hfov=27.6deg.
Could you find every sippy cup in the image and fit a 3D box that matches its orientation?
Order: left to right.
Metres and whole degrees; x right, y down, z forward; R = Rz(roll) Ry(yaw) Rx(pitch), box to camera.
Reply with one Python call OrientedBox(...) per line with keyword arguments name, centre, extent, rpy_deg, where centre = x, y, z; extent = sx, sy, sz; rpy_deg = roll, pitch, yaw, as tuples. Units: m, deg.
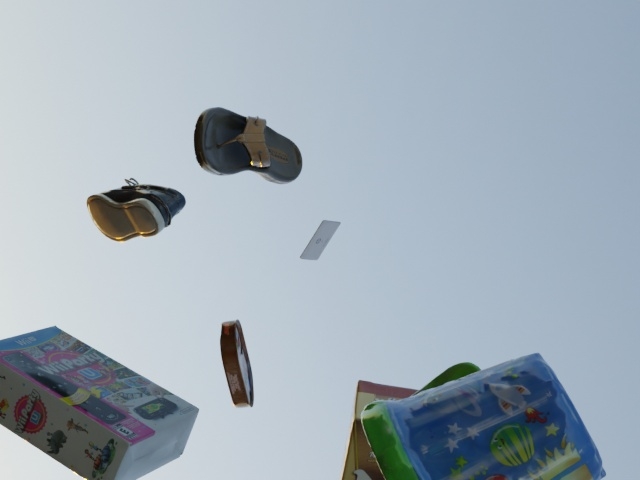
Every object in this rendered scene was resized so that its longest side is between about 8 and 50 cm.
OrientedBox(name="sippy cup", centre=(0.198, 0.251, 1.520), extent=(0.305, 0.224, 0.240), rpy_deg=(64, 5, 30))

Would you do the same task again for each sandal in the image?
OrientedBox(name="sandal", centre=(-0.082, -0.119, 1.666), extent=(0.060, 0.219, 0.090), rpy_deg=(-12, -107, 34))

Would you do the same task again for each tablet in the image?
OrientedBox(name="tablet", centre=(0.000, 0.000, 2.278), extent=(0.006, 0.054, 0.083), rpy_deg=(42, -70, 30))

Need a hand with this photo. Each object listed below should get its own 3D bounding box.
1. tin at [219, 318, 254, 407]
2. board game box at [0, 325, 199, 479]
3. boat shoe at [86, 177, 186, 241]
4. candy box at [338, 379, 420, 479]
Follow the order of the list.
OrientedBox(name="tin", centre=(-0.158, 0.235, 2.463), extent=(0.106, 0.040, 0.189), rpy_deg=(-98, 178, -54))
OrientedBox(name="board game box", centre=(-0.380, 0.259, 2.067), extent=(0.303, 0.224, 0.097), rpy_deg=(27, -75, 18))
OrientedBox(name="boat shoe", centre=(-0.316, -0.057, 2.217), extent=(0.254, 0.079, 0.095), rpy_deg=(-6, -64, 56))
OrientedBox(name="candy box", centre=(0.118, 0.354, 1.898), extent=(0.087, 0.183, 0.316), rpy_deg=(-82, 180, -51))
